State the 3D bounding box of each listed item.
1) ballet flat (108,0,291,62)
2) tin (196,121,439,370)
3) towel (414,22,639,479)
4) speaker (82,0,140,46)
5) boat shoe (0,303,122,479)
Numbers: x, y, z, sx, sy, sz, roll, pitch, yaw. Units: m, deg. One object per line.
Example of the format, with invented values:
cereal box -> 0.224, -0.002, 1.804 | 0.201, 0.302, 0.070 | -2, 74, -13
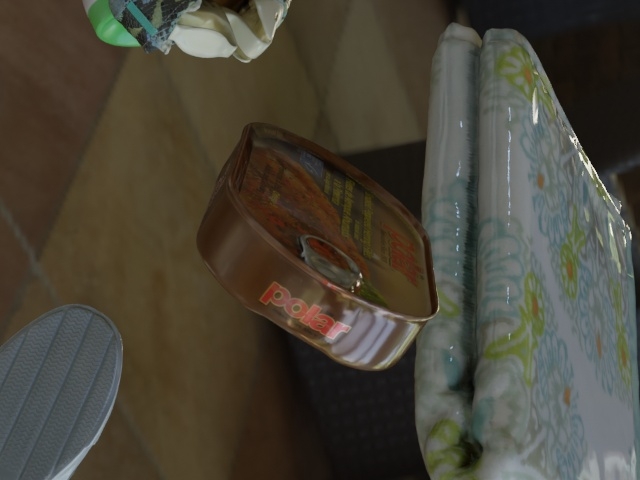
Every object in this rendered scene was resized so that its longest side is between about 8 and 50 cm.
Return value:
ballet flat -> -0.069, -0.149, 1.039 | 0.188, 0.070, 0.070 | -12, 92, -54
tin -> 0.000, 0.000, 0.684 | 0.040, 0.106, 0.189 | -60, -174, 16
towel -> 0.156, 0.068, 1.121 | 0.320, 0.090, 0.374 | 47, 40, -51
speaker -> -0.221, -0.375, 1.710 | 0.131, 0.131, 0.296 | 28, 49, -67
boat shoe -> -0.259, 0.186, 1.208 | 0.302, 0.109, 0.094 | -60, -174, -21
